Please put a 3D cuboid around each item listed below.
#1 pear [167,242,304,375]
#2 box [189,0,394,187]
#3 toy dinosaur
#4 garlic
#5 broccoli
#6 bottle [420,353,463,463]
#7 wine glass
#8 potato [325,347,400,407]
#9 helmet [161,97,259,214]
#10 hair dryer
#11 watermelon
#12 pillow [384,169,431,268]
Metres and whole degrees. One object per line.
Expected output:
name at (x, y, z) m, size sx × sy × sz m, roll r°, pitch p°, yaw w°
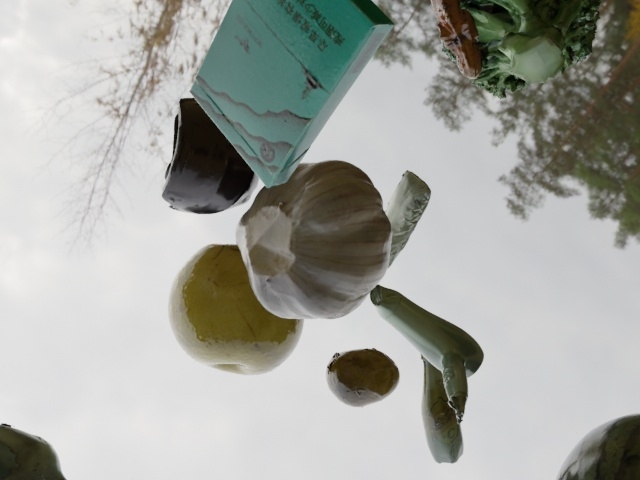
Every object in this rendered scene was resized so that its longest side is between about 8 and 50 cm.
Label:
pear at (-0.207, 0.169, 1.609) m, size 0.348 × 0.348 × 0.349 m, roll 17°, pitch -139°, yaw -16°
box at (-0.043, -0.189, 0.679) m, size 0.042 × 0.226 × 0.161 m, roll -22°, pitch -113°, yaw -47°
toy dinosaur at (0.144, -0.404, 0.712) m, size 0.097 × 0.433 × 0.208 m, roll -4°, pitch -161°, yaw 18°
garlic at (0.000, 0.000, 1.182) m, size 0.259 × 0.317 × 0.317 m, roll -3°, pitch -132°, yaw -54°
broccoli at (0.326, -0.343, 1.028) m, size 0.269 × 0.270 × 0.270 m, roll 19°, pitch -138°, yaw -14°
bottle at (0.261, 0.359, 1.423) m, size 0.083 × 0.270 × 0.083 m, roll -10°, pitch -168°, yaw 2°
wine glass at (-0.548, 0.487, 1.301) m, size 0.320 × 0.143 × 0.143 m, roll 25°, pitch -141°, yaw -3°
potato at (0.092, 0.314, 1.484) m, size 0.137 × 0.175 × 0.137 m, roll 28°, pitch -126°, yaw -47°
helmet at (-0.203, -0.160, 1.286) m, size 0.177 × 0.225 × 0.305 m, roll 9°, pitch -175°, yaw -4°
hair dryer at (0.165, 0.175, 0.942) m, size 0.206 × 0.075 × 0.237 m, roll 36°, pitch -161°, yaw -16°
watermelon at (0.490, 0.403, 0.946) m, size 0.359 × 0.279 × 0.279 m, roll -5°, pitch -129°, yaw -43°
pillow at (0.187, -0.052, 1.540) m, size 0.050 × 0.229 × 0.128 m, roll 13°, pitch -151°, yaw -26°
